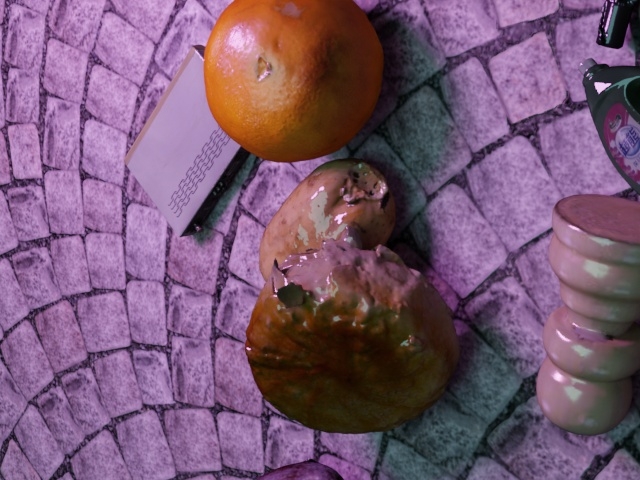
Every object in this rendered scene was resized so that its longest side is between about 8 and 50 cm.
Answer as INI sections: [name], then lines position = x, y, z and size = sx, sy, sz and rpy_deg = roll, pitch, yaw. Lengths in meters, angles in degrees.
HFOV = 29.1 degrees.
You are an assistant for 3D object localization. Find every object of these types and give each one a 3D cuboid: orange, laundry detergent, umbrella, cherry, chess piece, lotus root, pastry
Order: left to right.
[orange]
position = -0.038, -0.240, 1.752
size = 0.261, 0.261, 0.261
rpy_deg = 9, 104, 39
[cherry]
position = -0.028, 0.437, 1.912
size = 0.195, 0.195, 0.195
rpy_deg = 9, 104, 39
[lotus root]
position = 0.000, 0.000, 1.824
size = 0.284, 0.146, 0.160
rpy_deg = -51, 55, 36
[pastry]
position = 0.045, 0.150, 1.744
size = 0.329, 0.136, 0.330
rpy_deg = 6, 128, 8
[chess piece]
position = 0.354, 0.106, 1.557
size = 0.167, 0.167, 0.300
rpy_deg = 22, 119, 35
[umbrella]
position = 0.385, -0.356, 1.497
size = 0.053, 0.052, 0.250
rpy_deg = 11, 108, 2
[laundry detergent]
position = 0.397, -0.151, 1.515
size = 0.211, 0.063, 0.137
rpy_deg = 56, 137, 20

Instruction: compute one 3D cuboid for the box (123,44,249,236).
[box]
position = -0.206, -0.159, 2.030
size = 0.211, 0.045, 0.270
rpy_deg = 50, 125, 21
